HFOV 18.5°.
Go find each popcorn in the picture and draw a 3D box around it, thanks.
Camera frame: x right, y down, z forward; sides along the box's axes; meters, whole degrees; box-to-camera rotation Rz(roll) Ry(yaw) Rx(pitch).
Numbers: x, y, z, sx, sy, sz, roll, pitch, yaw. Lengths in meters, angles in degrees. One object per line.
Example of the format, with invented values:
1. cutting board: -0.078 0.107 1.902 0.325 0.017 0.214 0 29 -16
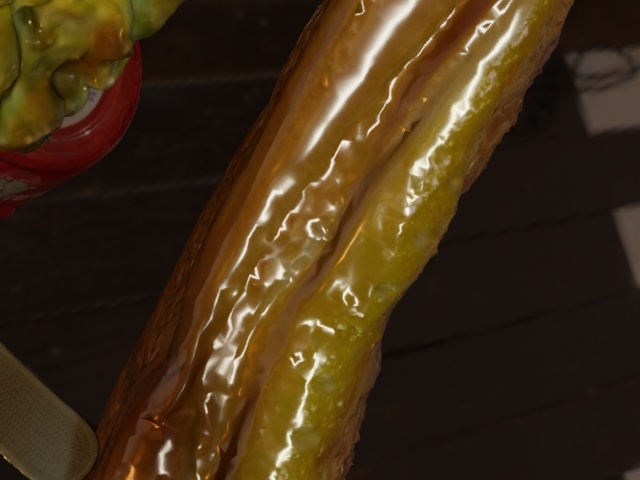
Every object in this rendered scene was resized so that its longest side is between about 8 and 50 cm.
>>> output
1. popcorn: -0.191 -0.169 1.151 0.183 0.221 0.204 59 10 32

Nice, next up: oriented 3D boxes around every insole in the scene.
1. insole: -0.162 0.057 0.870 0.153 0.002 0.053 41 65 -4

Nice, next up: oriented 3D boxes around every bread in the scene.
1. bread: 0.000 0.000 0.890 0.109 0.380 0.185 25 10 -6

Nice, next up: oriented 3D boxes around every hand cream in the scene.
1. hand cream: -0.267 -0.137 1.581 0.230 0.149 0.230 16 64 -35
